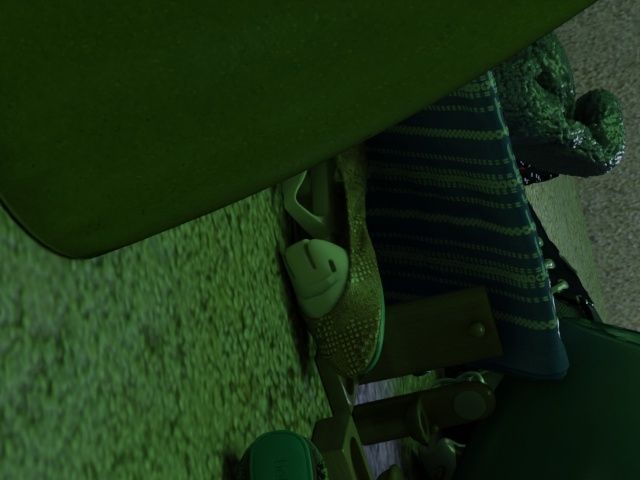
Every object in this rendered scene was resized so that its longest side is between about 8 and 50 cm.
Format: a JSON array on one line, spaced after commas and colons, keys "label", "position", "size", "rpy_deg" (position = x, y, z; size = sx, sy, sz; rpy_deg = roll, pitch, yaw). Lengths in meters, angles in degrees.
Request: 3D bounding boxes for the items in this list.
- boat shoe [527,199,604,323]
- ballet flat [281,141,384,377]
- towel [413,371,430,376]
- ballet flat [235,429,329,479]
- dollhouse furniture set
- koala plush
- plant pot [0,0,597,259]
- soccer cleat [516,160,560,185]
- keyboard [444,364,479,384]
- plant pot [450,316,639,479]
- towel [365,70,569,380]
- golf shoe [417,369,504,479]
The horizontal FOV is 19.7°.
[{"label": "boat shoe", "position": [0.202, 0.051, 1.866], "size": [0.158, 0.127, 0.340], "rpy_deg": [65, -2, -21]}, {"label": "ballet flat", "position": [0.000, 0.000, 1.306], "size": [0.067, 0.073, 0.206], "rpy_deg": [25, 44, -38]}, {"label": "towel", "position": [0.073, 0.055, 1.589], "size": [0.067, 0.029, 0.119], "rpy_deg": [-49, 126, -74]}, {"label": "ballet flat", "position": [-0.017, 0.197, 1.031], "size": [0.070, 0.070, 0.188], "rpy_deg": [63, 23, -45]}, {"label": "dollhouse furniture set", "position": [0.072, 0.138, 1.304], "size": [0.151, 0.123, 0.144], "rpy_deg": [-72, 147, -65]}, {"label": "koala plush", "position": [0.157, -0.179, 1.643], "size": [0.203, 0.196, 0.221], "rpy_deg": [27, 63, -60]}, {"label": "plant pot", "position": [-0.010, -0.155, 0.887], "size": [0.275, 0.294, 0.274], "rpy_deg": [-13, 90, -76]}, {"label": "soccer cleat", "position": [0.215, -0.125, 2.098], "size": [0.318, 0.109, 0.116], "rpy_deg": [57, 18, -81]}, {"label": "keyboard", "position": [0.157, 0.152, 1.835], "size": [0.201, 0.033, 0.317], "rpy_deg": [-83, 155, -54]}, {"label": "plant pot", "position": [0.243, 0.193, 1.421], "size": [0.293, 0.293, 0.235], "rpy_deg": [4, 103, -76]}, {"label": "towel", "position": [0.070, -0.058, 1.387], "size": [0.243, 0.040, 0.336], "rpy_deg": [10, -59, 61]}, {"label": "golf shoe", "position": [0.159, 0.149, 1.650], "size": [0.120, 0.105, 0.273], "rpy_deg": [54, 31, -22]}]
